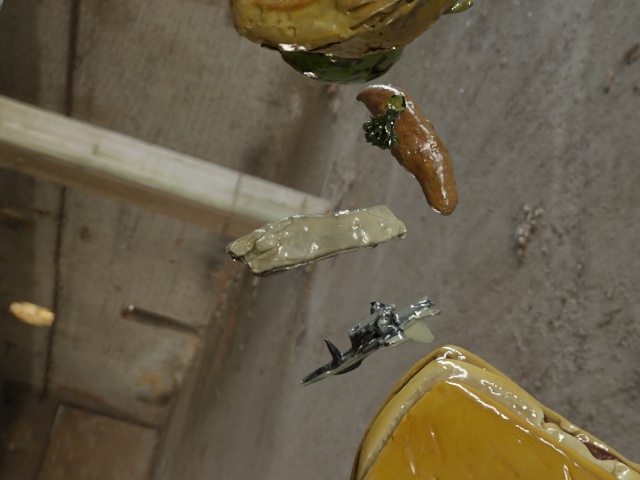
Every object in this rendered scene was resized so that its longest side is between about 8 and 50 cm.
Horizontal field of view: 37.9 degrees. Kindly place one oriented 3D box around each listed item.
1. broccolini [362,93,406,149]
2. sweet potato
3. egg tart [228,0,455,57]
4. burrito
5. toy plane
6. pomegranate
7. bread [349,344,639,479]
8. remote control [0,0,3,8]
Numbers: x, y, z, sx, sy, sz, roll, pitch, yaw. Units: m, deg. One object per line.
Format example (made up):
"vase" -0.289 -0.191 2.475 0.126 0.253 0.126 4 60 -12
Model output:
"broccolini" 0.061 -0.102 0.818 0.140 0.030 0.035 153 97 -85
"sweet potato" 0.161 -0.193 1.690 0.354 0.095 0.106 59 140 36
"egg tart" 0.057 -0.305 1.007 0.341 0.129 0.341 -27 40 25
"burrito" -0.001 -0.002 1.106 0.058 0.229 0.063 -44 62 58
"toy plane" 0.073 0.163 1.541 0.192 0.262 0.088 -114 1 -78
"pomegranate" 0.054 -0.354 1.383 0.286 0.231 0.231 -25 43 46
"bread" 0.113 0.149 0.519 0.116 0.200 0.077 -56 -18 -2
"remote control" -0.465 -0.247 1.222 0.162 0.029 0.061 -65 -19 13
